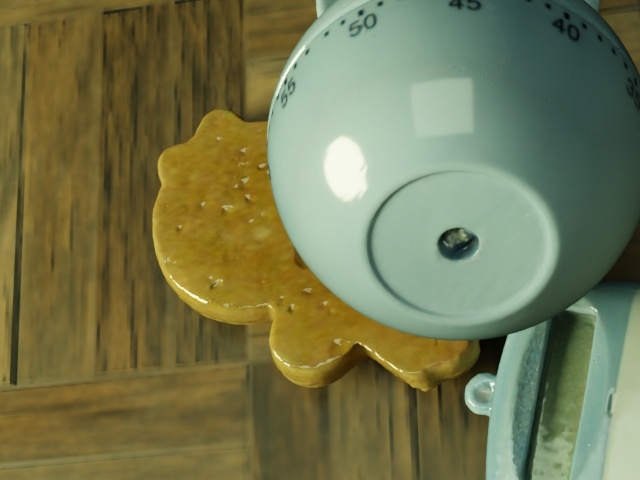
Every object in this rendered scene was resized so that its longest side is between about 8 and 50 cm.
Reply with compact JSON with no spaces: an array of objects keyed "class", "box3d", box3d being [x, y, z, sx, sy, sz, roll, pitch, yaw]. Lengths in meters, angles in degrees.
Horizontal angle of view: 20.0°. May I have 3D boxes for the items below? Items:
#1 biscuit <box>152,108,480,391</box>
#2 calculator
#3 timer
[{"class":"biscuit","box3d":[0.001,0.006,0.854,0.184,0.027,0.133,7,67,16]},{"class":"calculator","box3d":[0.163,0.080,0.777,0.210,0.039,0.121,7,71,19]},{"class":"timer","box3d":[0.060,-0.048,0.792,0.175,0.255,0.175,1,102,3]}]
